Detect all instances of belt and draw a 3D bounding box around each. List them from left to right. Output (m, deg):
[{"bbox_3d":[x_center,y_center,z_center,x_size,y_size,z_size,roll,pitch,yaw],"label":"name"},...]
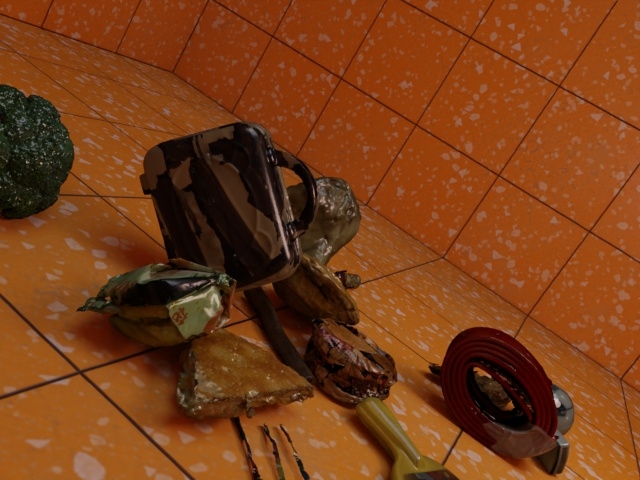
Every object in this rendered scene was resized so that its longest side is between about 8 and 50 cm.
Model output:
[{"bbox_3d":[0.422,0.361,1.460,0.323,0.227,0.115,53,18,7],"label":"belt"}]

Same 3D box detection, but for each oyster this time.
[{"bbox_3d":[0.409,0.385,1.659,0.295,0.093,0.166,18,-1,-11],"label":"oyster"}]

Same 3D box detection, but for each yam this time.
[{"bbox_3d":[-0.092,0.197,1.326,0.327,0.045,0.045,50,-8,49],"label":"yam"}]

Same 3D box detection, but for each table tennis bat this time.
[{"bbox_3d":[0.185,0.424,1.114,0.224,0.054,0.368,16,25,-47],"label":"table tennis bat"}]

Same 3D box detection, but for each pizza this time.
[{"bbox_3d":[-0.170,0.227,1.017,0.280,0.075,0.288,30,13,13],"label":"pizza"}]

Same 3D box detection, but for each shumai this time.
[{"bbox_3d":[0.000,0.000,1.792,0.330,0.292,0.288,9,56,-53],"label":"shumai"}]

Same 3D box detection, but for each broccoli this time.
[{"bbox_3d":[-0.611,-0.169,1.178,0.270,0.269,0.270,-2,21,-7],"label":"broccoli"}]

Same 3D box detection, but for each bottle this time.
[{"bbox_3d":[0.078,0.120,1.906,0.101,0.047,0.063,16,12,-42],"label":"bottle"}]

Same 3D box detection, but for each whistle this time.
[{"bbox_3d":[0.596,0.464,1.606,0.164,0.163,0.289,25,17,-22],"label":"whistle"}]

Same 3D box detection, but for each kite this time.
[{"bbox_3d":[-0.056,0.358,0.918,0.152,0.015,0.285,22,17,-32],"label":"kite"}]

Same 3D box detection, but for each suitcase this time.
[{"bbox_3d":[-0.170,-0.068,1.304,0.194,0.340,0.351,-52,127,-85],"label":"suitcase"}]

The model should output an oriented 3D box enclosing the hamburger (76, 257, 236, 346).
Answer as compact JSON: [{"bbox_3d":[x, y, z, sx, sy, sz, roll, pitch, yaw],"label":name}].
[{"bbox_3d":[-0.280,0.105,1.033,0.214,0.125,0.235,-1,15,40],"label":"hamburger"}]

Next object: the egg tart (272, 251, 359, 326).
[{"bbox_3d":[-0.030,0.125,1.460,0.279,0.095,0.278,36,-23,18],"label":"egg tart"}]

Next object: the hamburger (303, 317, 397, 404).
[{"bbox_3d":[0.062,0.255,1.324,0.231,0.106,0.231,28,11,-6],"label":"hamburger"}]
